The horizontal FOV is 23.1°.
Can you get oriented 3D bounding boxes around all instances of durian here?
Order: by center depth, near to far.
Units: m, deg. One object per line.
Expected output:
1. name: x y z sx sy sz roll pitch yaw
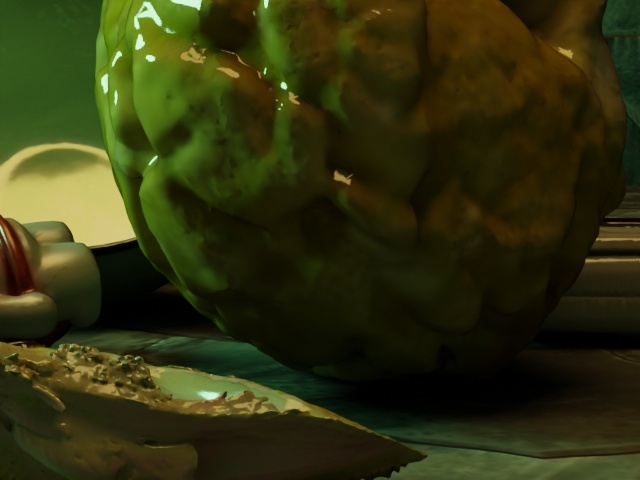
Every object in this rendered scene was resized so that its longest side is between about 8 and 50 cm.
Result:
1. durian: -0.068 0.093 0.683 0.224 0.078 0.140 12 -6 4

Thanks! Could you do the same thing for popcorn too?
1. popcorn: 0.016 -0.081 1.037 0.354 0.344 0.390 12 20 40

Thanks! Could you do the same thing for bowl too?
1. bowl: -0.223 -0.071 1.361 0.354 0.354 0.185 0 -38 -7

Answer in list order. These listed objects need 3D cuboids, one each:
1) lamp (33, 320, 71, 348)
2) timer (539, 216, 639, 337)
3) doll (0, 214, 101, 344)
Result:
1. lamp: -0.219 0.038 1.092 0.101 0.090 0.101 4 39 -3
2. timer: 0.231 0.026 1.273 0.262 0.087 0.237 1 5 -3
3. doll: -0.275 0.037 0.891 0.290 0.130 0.161 -9 28 -26
